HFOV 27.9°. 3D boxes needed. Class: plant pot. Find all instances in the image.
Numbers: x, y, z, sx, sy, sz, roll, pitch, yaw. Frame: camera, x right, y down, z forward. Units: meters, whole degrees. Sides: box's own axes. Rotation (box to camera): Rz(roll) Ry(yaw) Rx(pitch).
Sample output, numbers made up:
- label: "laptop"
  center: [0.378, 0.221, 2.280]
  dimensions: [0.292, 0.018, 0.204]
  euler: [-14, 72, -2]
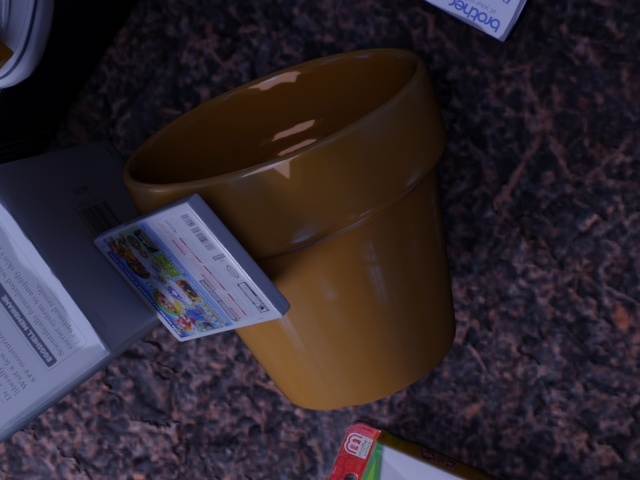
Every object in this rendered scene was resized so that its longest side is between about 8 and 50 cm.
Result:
- label: "plant pot"
  center: [0.000, 0.000, 0.848]
  dimensions: [0.205, 0.205, 0.188]
  euler: [-16, 111, 13]

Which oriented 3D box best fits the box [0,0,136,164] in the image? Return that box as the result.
- label: "box"
  center: [-0.268, -0.228, 0.855]
  dimensions: [0.296, 0.183, 0.294]
  euler: [37, 105, 1]

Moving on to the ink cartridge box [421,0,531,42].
- label: "ink cartridge box"
  center: [0.041, -0.197, 0.847]
  dimensions: [0.207, 0.097, 0.046]
  euler: [28, 103, 5]

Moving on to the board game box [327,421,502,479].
- label: "board game box"
  center: [0.119, 0.237, 0.940]
  dimensions: [0.259, 0.039, 0.124]
  euler: [23, 102, 9]

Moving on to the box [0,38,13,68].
- label: "box"
  center: [-0.238, -0.100, 0.735]
  dimensions: [0.081, 0.028, 0.136]
  euler: [49, 134, -8]

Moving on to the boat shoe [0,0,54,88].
- label: "boat shoe"
  center: [-0.216, -0.210, 0.714]
  dimensions: [0.095, 0.084, 0.258]
  euler: [-10, 99, 10]

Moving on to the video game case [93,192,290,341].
- label: "video game case"
  center: [-0.079, 0.019, 0.770]
  dimensions: [0.087, 0.011, 0.122]
  euler: [51, 146, -16]

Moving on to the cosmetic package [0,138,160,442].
- label: "cosmetic package"
  center: [-0.224, 0.058, 0.874]
  dimensions: [0.224, 0.224, 0.138]
  euler: [-35, 91, 14]
